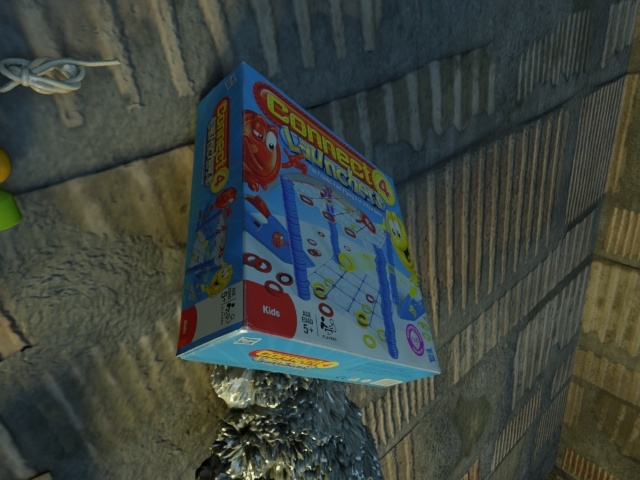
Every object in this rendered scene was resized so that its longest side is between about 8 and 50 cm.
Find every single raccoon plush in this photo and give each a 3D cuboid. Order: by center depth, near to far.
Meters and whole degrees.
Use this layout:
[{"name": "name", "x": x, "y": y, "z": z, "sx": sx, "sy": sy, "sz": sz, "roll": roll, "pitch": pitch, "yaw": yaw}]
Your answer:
[{"name": "raccoon plush", "x": 0.039, "y": 0.230, "z": 0.536, "sx": 0.216, "sy": 0.447, "sz": 0.299, "roll": -64, "pitch": 173, "yaw": -66}]

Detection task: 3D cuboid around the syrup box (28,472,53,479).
[{"name": "syrup box", "x": -0.346, "y": 0.408, "z": 0.463, "sx": 0.093, "sy": 0.096, "sz": 0.236, "roll": -8, "pitch": 112, "yaw": -36}]

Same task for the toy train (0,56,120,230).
[{"name": "toy train", "x": -0.283, "y": -0.071, "z": 0.335, "sx": 0.248, "sy": 0.105, "sz": 0.143, "roll": -18, "pitch": 128, "yaw": -34}]

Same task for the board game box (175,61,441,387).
[{"name": "board game box", "x": 0.000, "y": 0.000, "z": 0.481, "sx": 0.308, "sy": 0.086, "sz": 0.301, "roll": 26, "pitch": 47, "yaw": -43}]
